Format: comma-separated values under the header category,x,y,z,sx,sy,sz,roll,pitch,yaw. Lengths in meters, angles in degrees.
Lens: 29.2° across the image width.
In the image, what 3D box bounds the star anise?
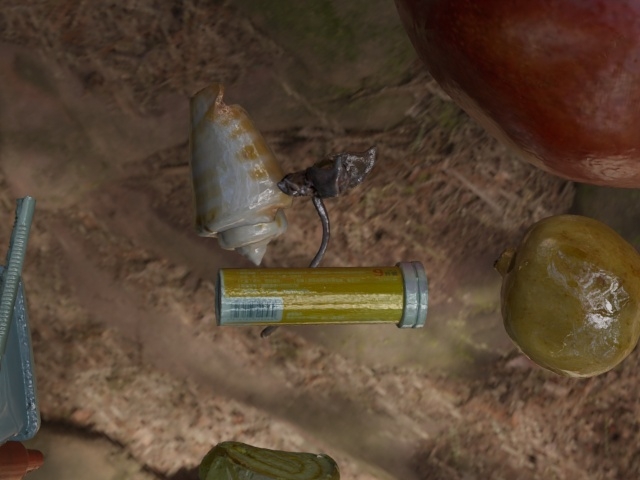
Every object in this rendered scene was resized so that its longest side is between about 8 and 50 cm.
category,x,y,z,sx,sy,sz,roll,pitch,yaw
star anise,0.000,0.000,1.651,0.219,0.148,0.227,-15,101,-9

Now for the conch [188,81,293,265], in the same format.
category,x,y,z,sx,sy,sz,roll,pitch,yaw
conch,-0.137,-0.082,1.720,0.255,0.127,0.158,61,151,-6

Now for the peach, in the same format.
category,x,y,z,sx,sy,sz,roll,pitch,yaw
peach,0.209,-0.195,0.953,0.332,0.308,0.307,27,122,12

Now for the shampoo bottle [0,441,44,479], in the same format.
category,x,y,z,sx,sy,sz,roll,pitch,yaw
shampoo bottle,-0.496,0.337,1.852,0.085,0.244,0.085,-3,80,18

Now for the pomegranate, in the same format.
category,x,y,z,sx,sy,sz,roll,pitch,yaw
pomegranate,0.362,0.075,1.751,0.233,0.233,0.233,11,117,21

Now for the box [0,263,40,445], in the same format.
category,x,y,z,sx,sy,sz,roll,pitch,yaw
box,-0.430,0.143,1.451,0.162,0.130,0.227,0,103,15

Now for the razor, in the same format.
category,x,y,z,sx,sy,sz,roll,pitch,yaw
razor,-0.297,0.059,1.147,0.036,0.211,0.084,21,160,-20

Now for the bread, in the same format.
category,x,y,z,sx,sy,sz,roll,pitch,yaw
bread,-0.055,0.260,1.324,0.156,0.117,0.064,10,94,15

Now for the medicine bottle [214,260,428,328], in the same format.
category,x,y,z,sx,sy,sz,roll,pitch,yaw
medicine bottle,0.000,0.058,1.291,0.218,0.074,0.074,0,118,-11
